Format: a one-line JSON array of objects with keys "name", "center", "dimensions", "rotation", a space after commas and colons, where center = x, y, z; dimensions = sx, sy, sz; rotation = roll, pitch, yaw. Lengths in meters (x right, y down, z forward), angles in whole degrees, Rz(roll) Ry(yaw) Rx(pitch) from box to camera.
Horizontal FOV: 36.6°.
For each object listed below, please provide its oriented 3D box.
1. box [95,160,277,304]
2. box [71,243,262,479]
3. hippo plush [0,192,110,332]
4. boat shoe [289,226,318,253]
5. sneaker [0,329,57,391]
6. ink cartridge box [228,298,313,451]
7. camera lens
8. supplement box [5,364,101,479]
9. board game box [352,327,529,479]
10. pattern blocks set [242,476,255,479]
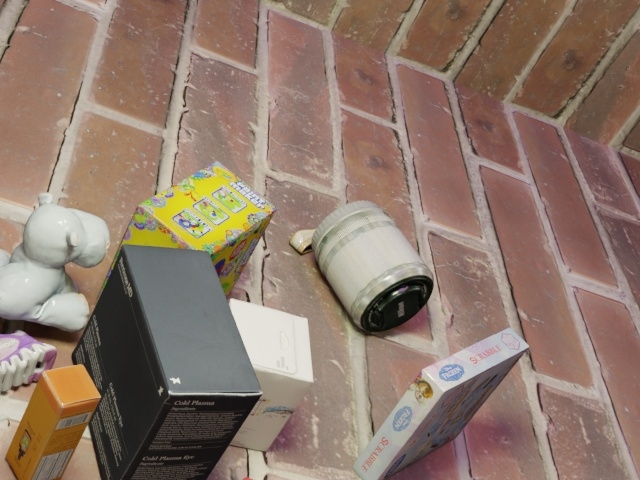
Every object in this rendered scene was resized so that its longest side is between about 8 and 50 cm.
[{"name": "box", "center": [-0.279, 0.030, 2.020], "dimensions": [0.177, 0.290, 0.279], "rotation": [38, 36, 9]}, {"name": "box", "center": [-0.287, 0.237, 1.736], "dimensions": [0.179, 0.312, 0.343], "rotation": [5, 43, -33]}, {"name": "hippo plush", "center": [-0.538, 0.021, 1.832], "dimensions": [0.234, 0.236, 0.294], "rotation": [39, 16, 32]}, {"name": "boat shoe", "center": [0.000, 0.000, 2.474], "dimensions": [0.170, 0.063, 0.059], "rotation": [-16, 58, -35]}, {"name": "sneaker", "center": [-0.594, 0.221, 1.732], "dimensions": [0.104, 0.095, 0.236], "rotation": [38, 30, 22]}, {"name": "ink cartridge box", "center": [-0.139, 0.263, 1.884], "dimensions": [0.168, 0.232, 0.171], "rotation": [17, 37, -20]}, {"name": "camera lens", "center": [0.126, 0.066, 2.340], "dimensions": [0.219, 0.219, 0.274], "rotation": [-3, 47, -39]}, {"name": "supplement box", "center": [-0.444, 0.311, 1.597], "dimensions": [0.080, 0.233, 0.078], "rotation": [-6, 48, -46]}, {"name": "board game box", "center": [0.250, 0.343, 2.002], "dimensions": [0.318, 0.318, 0.066], "rotation": [-15, 54, -47]}, {"name": "pattern blocks set", "center": [-0.090, 0.586, 1.700], "dimensions": [0.325, 0.026, 0.285], "rotation": [42, 36, 14]}]
